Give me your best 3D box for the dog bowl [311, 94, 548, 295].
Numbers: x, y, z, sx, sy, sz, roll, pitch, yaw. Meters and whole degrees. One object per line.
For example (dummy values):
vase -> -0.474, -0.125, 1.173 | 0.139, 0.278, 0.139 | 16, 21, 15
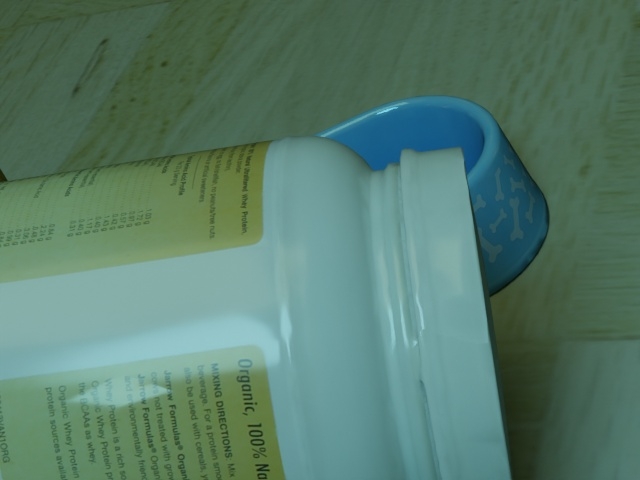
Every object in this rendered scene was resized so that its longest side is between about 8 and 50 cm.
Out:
dog bowl -> 0.000, 0.000, 0.888 | 0.297, 0.074, 0.166 | -25, 35, -2

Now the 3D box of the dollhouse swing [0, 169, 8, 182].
dollhouse swing -> -0.381, 0.024, 0.876 | 0.346, 0.305, 0.315 | -28, 35, -5

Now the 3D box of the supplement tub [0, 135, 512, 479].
supplement tub -> -0.069, 0.071, 0.683 | 0.316, 0.228, 0.228 | -8, 37, 7
